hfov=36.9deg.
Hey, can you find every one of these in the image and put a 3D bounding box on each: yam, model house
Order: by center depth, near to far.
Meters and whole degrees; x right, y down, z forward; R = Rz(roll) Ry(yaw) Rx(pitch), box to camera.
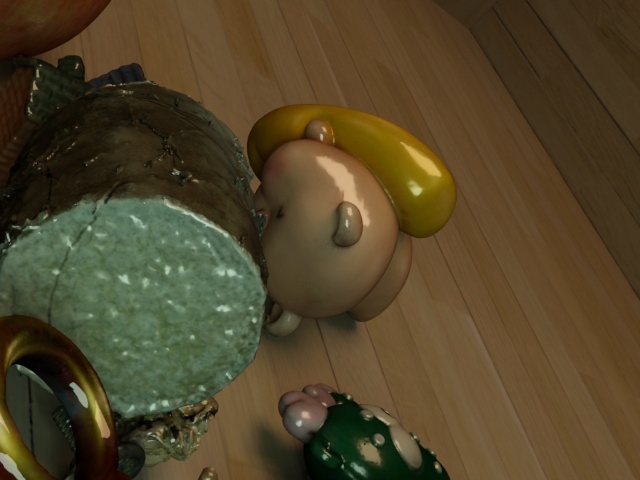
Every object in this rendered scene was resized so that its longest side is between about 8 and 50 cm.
[{"bbox_3d":[-0.162,-0.003,0.848,0.241,0.241,0.348,37,10,-20],"label":"yam"},{"bbox_3d":[-0.255,-0.120,1.025,0.183,0.172,0.166,21,36,-42],"label":"model house"}]

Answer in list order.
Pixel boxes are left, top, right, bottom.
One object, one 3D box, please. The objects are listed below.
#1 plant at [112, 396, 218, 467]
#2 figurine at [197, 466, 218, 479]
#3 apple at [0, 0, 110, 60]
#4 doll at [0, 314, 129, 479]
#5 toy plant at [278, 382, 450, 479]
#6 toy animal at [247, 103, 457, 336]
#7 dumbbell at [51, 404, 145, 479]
[{"bbox_3d":[-0.159,0.138,0.845,0.122,0.116,0.104,57,38,-43],"label":"plant"},{"bbox_3d":[0.047,0.324,0.855,0.387,0.207,0.166,29,7,-5],"label":"figurine"},{"bbox_3d":[-0.380,-0.418,1.073,0.391,0.346,0.391,38,20,-16],"label":"apple"},{"bbox_3d":[-0.191,0.238,0.536,0.340,0.209,0.318,50,34,-3],"label":"doll"},{"bbox_3d":[0.055,0.242,1.036,0.232,0.112,0.243,41,6,14],"label":"toy plant"},{"bbox_3d":[-0.019,-0.011,1.203,0.277,0.345,0.247,36,58,6],"label":"toy animal"},{"bbox_3d":[-0.146,0.233,0.759,0.254,0.110,0.110,50,24,24],"label":"dumbbell"}]
